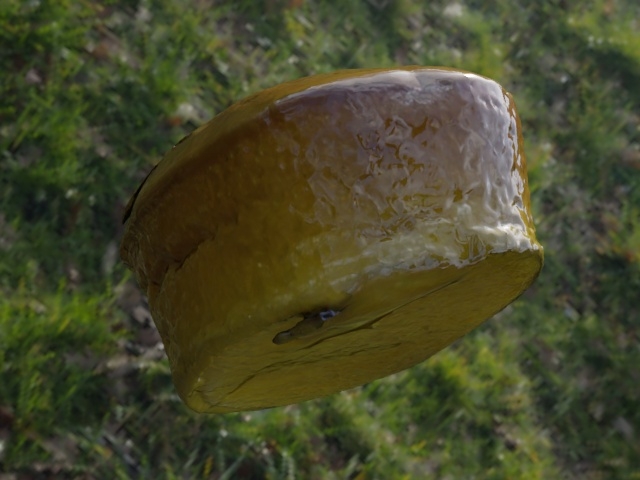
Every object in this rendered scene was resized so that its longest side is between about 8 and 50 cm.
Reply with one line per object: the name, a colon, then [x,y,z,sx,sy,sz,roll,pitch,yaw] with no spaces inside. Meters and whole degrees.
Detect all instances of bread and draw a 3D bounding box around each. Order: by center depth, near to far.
bread: [0.000,0.000,0.670,0.195,0.270,0.142,-7,70,-29]
